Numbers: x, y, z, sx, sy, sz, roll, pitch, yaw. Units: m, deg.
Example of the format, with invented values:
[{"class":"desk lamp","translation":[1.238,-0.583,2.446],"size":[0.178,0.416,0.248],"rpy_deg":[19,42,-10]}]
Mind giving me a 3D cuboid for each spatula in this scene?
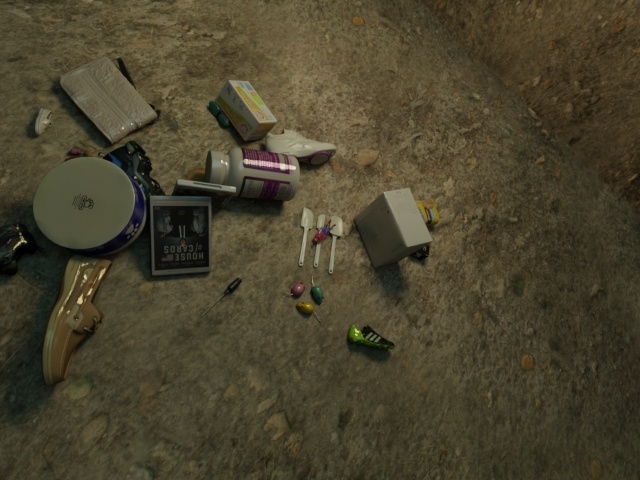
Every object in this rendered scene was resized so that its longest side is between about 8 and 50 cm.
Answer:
[{"class":"spatula","translation":[0.000,0.000,1.503],"size":[0.168,0.019,0.242],"rpy_deg":[17,60,-20]}]

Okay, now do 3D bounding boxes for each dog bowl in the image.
[{"class":"dog bowl","translation":[-0.633,-0.092,1.122],"size":[0.265,0.104,0.265],"rpy_deg":[1,79,-6]}]

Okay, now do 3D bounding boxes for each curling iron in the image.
[{"class":"curling iron","translation":[-0.642,-0.520,1.411],"size":[0.068,0.035,0.274],"rpy_deg":[-29,83,-27]}]

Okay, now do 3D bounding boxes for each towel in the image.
[{"class":"towel","translation":[-0.702,-0.469,1.331],"size":[0.187,0.049,0.282],"rpy_deg":[-42,89,-22]}]

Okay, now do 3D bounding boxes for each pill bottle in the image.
[{"class":"pill bottle","translation":[-0.238,-0.231,1.401],"size":[0.301,0.169,0.169],"rpy_deg":[4,66,-26]}]

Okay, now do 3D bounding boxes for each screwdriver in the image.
[{"class":"screwdriver","translation":[-0.312,0.175,1.264],"size":[0.170,0.024,0.025],"rpy_deg":[-41,119,-32]}]

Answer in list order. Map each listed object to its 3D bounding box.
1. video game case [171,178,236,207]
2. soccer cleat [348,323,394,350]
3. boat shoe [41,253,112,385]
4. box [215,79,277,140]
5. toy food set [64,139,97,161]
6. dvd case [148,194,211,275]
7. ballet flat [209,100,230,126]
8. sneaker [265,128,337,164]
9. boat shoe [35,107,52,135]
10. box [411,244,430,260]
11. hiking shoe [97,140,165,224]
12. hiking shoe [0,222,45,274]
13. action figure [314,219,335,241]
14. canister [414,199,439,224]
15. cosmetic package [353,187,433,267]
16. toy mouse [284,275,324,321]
[{"class":"video game case","translation":[-0.375,-0.145,1.279],"size":[0.173,0.190,0.022],"rpy_deg":[6,77,-24]},{"class":"soccer cleat","translation":[0.183,0.339,1.413],"size":[0.179,0.060,0.072],"rpy_deg":[17,59,-16]},{"class":"boat shoe","translation":[-0.621,0.195,1.038],"size":[0.110,0.121,0.341],"rpy_deg":[10,62,-22]},{"class":"box","translation":[-0.279,-0.490,1.522],"size":[0.203,0.103,0.114],"rpy_deg":[54,36,4]},{"class":"toy food set","translation":[-0.747,-0.247,1.245],"size":[0.078,0.019,0.122],"rpy_deg":[27,66,-13]},{"class":"dvd case","translation":[-0.422,-0.017,1.223],"size":[0.179,0.029,0.239],"rpy_deg":[-3,99,-27]},{"class":"ballet flat","translation":[-0.380,-0.479,1.529],"size":[0.041,0.041,0.114],"rpy_deg":[-32,84,-34]},{"class":"sneaker","translation":[-0.073,-0.377,1.583],"size":[0.305,0.114,0.152],"rpy_deg":[-8,72,-30]},{"class":"boat shoe","translation":[-0.847,-0.362,1.238],"size":[0.035,0.035,0.100],"rpy_deg":[6,58,-21]},{"class":"box","translation":[0.402,0.035,1.669],"size":[0.083,0.052,0.062],"rpy_deg":[24,58,-16]},{"class":"hiking shoe","translation":[-0.570,-0.151,1.255],"size":[0.132,0.113,0.304],"rpy_deg":[-23,84,-2]},{"class":"hiking shoe","translation":[-0.835,0.050,1.020],"size":[0.114,0.086,0.227],"rpy_deg":[45,55,3]},{"class":"action figure","translation":[0.012,-0.031,1.499],"size":[0.038,0.030,0.115],"rpy_deg":[45,61,-3]},{"class":"canister","translation":[0.418,-0.117,1.736],"size":[0.170,0.073,0.126],"rpy_deg":[-5,70,-30]},{"class":"cosmetic package","translation":[0.269,-0.043,1.534],"size":[0.138,0.224,0.225],"rpy_deg":[-13,73,-31]},{"class":"toy mouse","translation":[-0.041,0.180,1.391],"size":[0.161,0.031,0.143],"rpy_deg":[29,58,-12]}]
